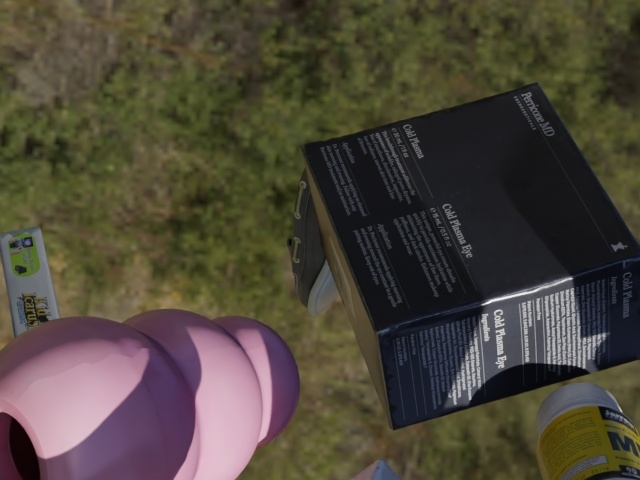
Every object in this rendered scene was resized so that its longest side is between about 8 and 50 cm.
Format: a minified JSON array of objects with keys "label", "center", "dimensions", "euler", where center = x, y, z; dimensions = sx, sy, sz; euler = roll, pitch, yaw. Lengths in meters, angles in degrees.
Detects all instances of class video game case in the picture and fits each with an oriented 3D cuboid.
[{"label":"video game case","center":[-0.353,0.161,1.960],"dimensions":[0.244,0.061,0.270],"euler":[-113,-166,-49]}]

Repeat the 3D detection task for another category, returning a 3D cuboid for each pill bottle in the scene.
[{"label":"pill bottle","center":[0.302,0.253,1.657],"dimensions":[0.208,0.119,0.119],"euler":[-97,-172,-61]}]

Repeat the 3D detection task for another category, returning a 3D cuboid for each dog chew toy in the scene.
[{"label":"dog chew toy","center":[-0.147,0.153,1.356],"dimensions":[0.331,0.206,0.207],"euler":[-15,116,-46]}]

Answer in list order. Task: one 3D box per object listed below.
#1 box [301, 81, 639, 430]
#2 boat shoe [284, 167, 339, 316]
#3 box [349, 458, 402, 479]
[{"label":"box","center":[0.176,0.011,1.805],"dimensions":[0.343,0.312,0.179],"euler":[-110,-174,-46]},{"label":"boat shoe","center":[0.003,-0.003,2.165],"dimensions":[0.109,0.091,0.305],"euler":[-43,160,-31]},{"label":"box","center":[0.010,0.301,1.367],"dimensions":[0.170,0.091,0.130],"euler":[-40,-175,25]}]
